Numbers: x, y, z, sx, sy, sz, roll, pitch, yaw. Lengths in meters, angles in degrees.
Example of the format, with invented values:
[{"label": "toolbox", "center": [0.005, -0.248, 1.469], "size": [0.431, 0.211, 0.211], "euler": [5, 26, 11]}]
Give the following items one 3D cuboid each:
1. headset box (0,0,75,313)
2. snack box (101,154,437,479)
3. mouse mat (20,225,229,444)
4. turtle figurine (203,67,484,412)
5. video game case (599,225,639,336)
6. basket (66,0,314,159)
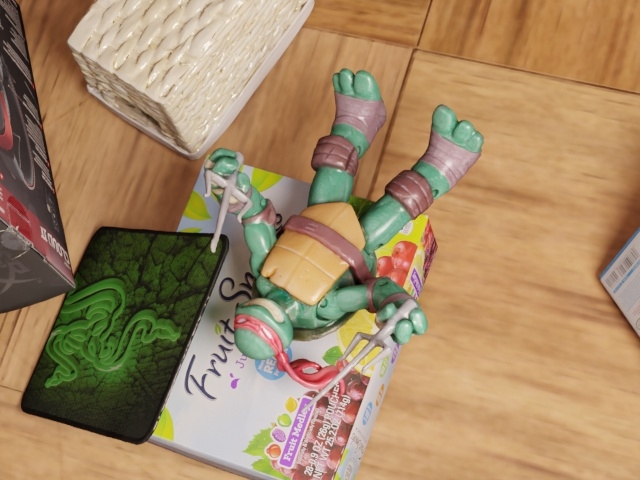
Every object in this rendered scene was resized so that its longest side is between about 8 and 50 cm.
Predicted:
[{"label": "headset box", "center": [-0.281, -0.086, 1.039], "size": [0.110, 0.218, 0.293], "euler": [-18, 67, 6]}, {"label": "snack box", "center": [-0.033, 0.062, 1.024], "size": [0.174, 0.070, 0.207], "euler": [17, 74, 17]}, {"label": "mouse mat", "center": [-0.142, 0.061, 1.020], "size": [0.189, 0.007, 0.153], "euler": [2, 67, 53]}, {"label": "turtle figurine", "center": [0.000, 0.000, 0.940], "size": [0.175, 0.118, 0.234], "euler": [33, 63, 4]}, {"label": "video game case", "center": [0.260, 0.047, 0.944], "size": [0.119, 0.015, 0.166], "euler": [-57, 48, 36]}, {"label": "basket", "center": [-0.099, -0.166, 1.097], "size": [0.113, 0.103, 0.167], "euler": [33, 80, 18]}]
